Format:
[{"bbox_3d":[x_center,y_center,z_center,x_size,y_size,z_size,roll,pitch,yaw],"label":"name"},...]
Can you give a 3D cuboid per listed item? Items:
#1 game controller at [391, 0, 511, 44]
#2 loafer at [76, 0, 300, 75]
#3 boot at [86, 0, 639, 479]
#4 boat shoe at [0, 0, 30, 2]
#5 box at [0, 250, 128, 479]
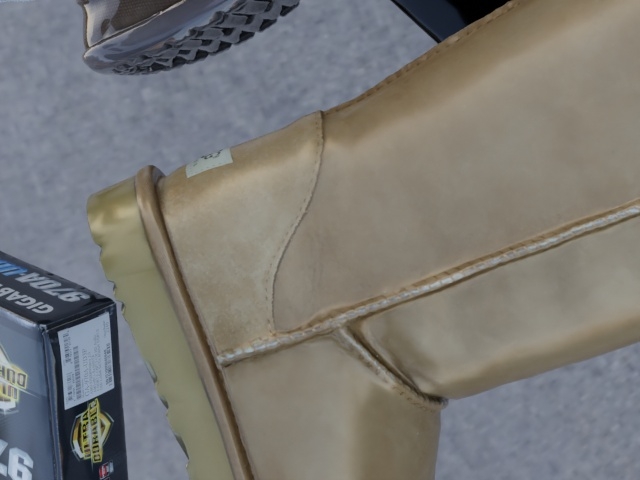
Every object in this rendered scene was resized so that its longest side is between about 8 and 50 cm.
[{"bbox_3d":[0.024,-0.190,0.532,0.319,0.067,0.166,41,138,-10],"label":"game controller"},{"bbox_3d":[-0.014,-0.238,0.920,0.366,0.134,0.130,-38,88,7],"label":"loafer"},{"bbox_3d":[0.086,0.031,0.492,0.269,0.089,0.236,-22,102,6],"label":"boot"},{"bbox_3d":[-0.199,-0.276,0.709,0.156,0.136,0.367,12,131,46],"label":"boat shoe"},{"bbox_3d":[-0.197,0.091,0.858,0.220,0.051,0.175,19,118,40],"label":"box"}]
